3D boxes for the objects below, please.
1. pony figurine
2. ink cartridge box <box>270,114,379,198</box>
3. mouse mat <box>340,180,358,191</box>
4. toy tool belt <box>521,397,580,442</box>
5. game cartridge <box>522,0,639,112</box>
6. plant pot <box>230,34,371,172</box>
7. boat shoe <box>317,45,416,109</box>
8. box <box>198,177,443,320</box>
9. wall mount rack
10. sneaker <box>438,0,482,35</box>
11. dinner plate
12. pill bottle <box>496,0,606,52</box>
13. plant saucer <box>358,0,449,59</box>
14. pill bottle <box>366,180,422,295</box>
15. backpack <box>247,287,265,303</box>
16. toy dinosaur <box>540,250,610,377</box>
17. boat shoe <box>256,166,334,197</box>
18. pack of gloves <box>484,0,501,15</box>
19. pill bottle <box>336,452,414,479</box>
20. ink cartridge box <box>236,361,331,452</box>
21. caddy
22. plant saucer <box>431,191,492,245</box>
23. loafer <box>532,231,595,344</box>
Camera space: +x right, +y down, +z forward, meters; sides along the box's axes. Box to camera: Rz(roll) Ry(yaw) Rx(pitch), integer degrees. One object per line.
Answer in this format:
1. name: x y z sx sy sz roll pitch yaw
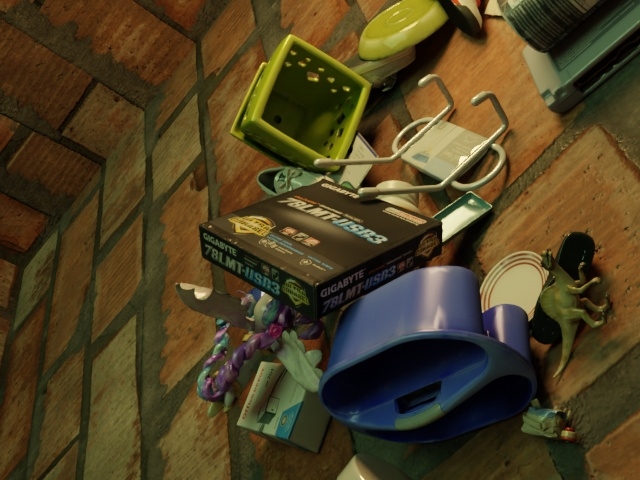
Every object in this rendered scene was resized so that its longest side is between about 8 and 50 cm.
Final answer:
1. pony figurine: -0.085 0.143 1.586 0.363 0.302 0.351 -51 -8 -25
2. ink cartridge box: 0.010 -0.107 1.958 0.307 0.072 0.304 -50 29 13
3. mouse mat: 0.037 -0.008 1.800 0.190 0.007 0.153 -49 64 20
4. toy tool belt: 0.311 0.240 1.183 0.083 0.052 0.051 -5 68 55
5. game cartridge: 0.477 -0.367 1.474 0.294 0.060 0.196 -41 37 30
6. plant pot: -0.058 -0.283 1.942 0.207 0.228 0.227 -10 55 62
7. boat shoe: 0.103 -0.373 2.035 0.320 0.103 0.118 -23 27 40
8. box: 0.000 0.000 1.463 0.295 0.293 0.073 25 129 42
9. wall mount rack: 0.171 -0.172 1.641 0.304 0.130 0.350 -41 29 -5
10. sneaker: 0.309 -0.548 1.848 0.145 0.090 0.270 -29 50 1
11. dinner plate: 0.303 0.083 1.373 0.141 0.017 0.141 -39 35 35
12. pill bottle: 0.420 -0.434 1.440 0.245 0.130 0.130 -41 34 29
13. plant saucer: 0.183 -0.487 1.962 0.241 0.037 0.241 -24 29 15
14. pill bottle: 0.129 -0.003 1.619 0.117 0.117 0.208 -27 44 45
15. backpack: -0.115 0.144 1.889 0.120 0.101 0.098 -39 28 39
16. toy dinosaur: 0.355 0.097 1.229 0.092 0.053 0.183 -6 98 31
17. boat shoe: -0.063 -0.116 1.924 0.258 0.084 0.095 4 66 59
18. pack of gloves: 0.434 -0.542 1.727 0.195 0.046 0.232 35 105 62
19. pill bottle: 0.014 0.499 1.250 0.363 0.210 0.210 -56 29 7
20. ink cartridge box: -0.060 0.313 1.669 0.190 0.082 0.140 -4 61 54
21. caddy: 0.152 0.191 1.285 0.341 0.241 0.179 -33 34 40
22. plant saucer: 0.206 -0.016 1.523 0.192 0.018 0.067 -35 41 -10
23. loafer: 0.354 0.071 1.280 0.061 0.062 0.170 12 -79 -80
